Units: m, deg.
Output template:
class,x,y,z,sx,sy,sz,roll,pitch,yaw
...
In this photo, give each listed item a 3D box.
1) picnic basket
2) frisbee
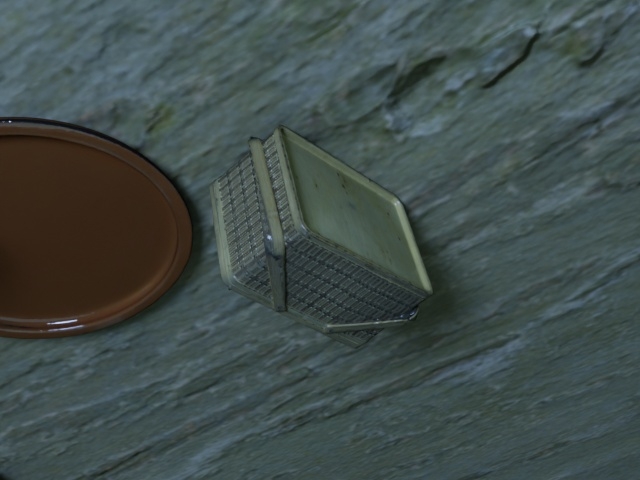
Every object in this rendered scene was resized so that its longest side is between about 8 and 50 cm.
class,x,y,z,sx,sy,sz,roll,pitch,yaw
picnic basket,0.000,0.000,0.746,0.079,0.115,0.164,-39,133,26
frisbee,-0.226,-0.003,0.765,0.251,0.021,0.250,-6,140,-5
